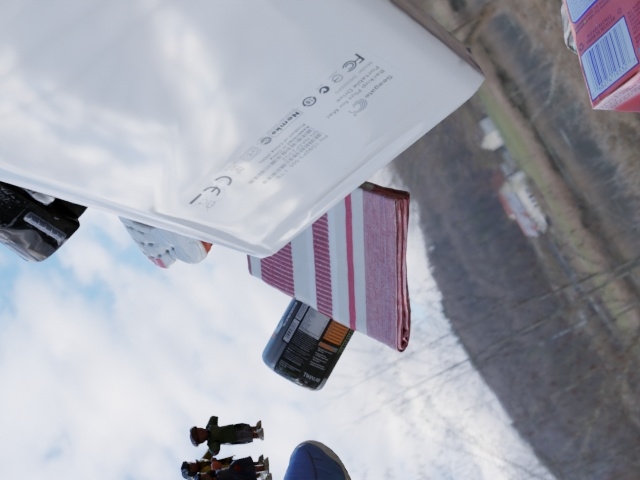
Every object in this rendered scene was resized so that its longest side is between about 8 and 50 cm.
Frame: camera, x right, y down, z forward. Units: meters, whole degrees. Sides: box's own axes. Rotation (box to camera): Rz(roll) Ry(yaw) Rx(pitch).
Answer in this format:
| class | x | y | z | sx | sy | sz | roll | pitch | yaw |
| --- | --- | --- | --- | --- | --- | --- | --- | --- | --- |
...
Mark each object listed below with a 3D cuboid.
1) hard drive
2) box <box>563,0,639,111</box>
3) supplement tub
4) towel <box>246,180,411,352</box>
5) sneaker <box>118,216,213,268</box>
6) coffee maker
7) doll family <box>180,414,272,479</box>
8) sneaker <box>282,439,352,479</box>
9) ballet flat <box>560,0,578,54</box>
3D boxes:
| class | x | y | z | sx | sy | sz | roll | pitch | yaw |
| --- | --- | --- | --- | --- | --- | --- | --- | --- | --- |
| hard drive | -0.071 | -0.087 | 0.434 | 0.307 | 0.203 | 0.040 | 20 | -140 | -48 |
| box | 0.274 | -0.203 | 0.444 | 0.142 | 0.300 | 0.154 | 0 | -112 | -22 |
| supplement tub | -0.004 | 0.135 | 1.332 | 0.117 | 0.190 | 0.117 | 29 | -179 | -1 |
| towel | 0.000 | 0.000 | 1.191 | 0.037 | 0.329 | 0.237 | -25 | -56 | -37 |
| sneaker | -0.123 | -0.015 | 0.730 | 0.158 | 0.065 | 0.061 | 8 | 135 | 53 |
| coffee maker | -0.336 | -0.052 | 0.829 | 0.178 | 0.171 | 0.120 | 60 | -174 | -68 |
| doll family | -0.118 | 0.290 | 0.991 | 0.193 | 0.111 | 0.076 | -118 | 29 | -66 |
| sneaker | -0.018 | 0.280 | 0.742 | 0.081 | 0.080 | 0.211 | 47 | -140 | -47 |
| ballet flat | 0.349 | -0.288 | 1.049 | 0.106 | 0.107 | 0.316 | 68 | -165 | 13 |
